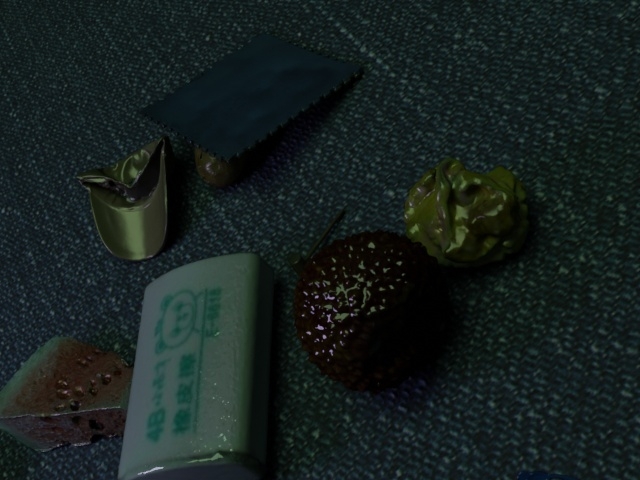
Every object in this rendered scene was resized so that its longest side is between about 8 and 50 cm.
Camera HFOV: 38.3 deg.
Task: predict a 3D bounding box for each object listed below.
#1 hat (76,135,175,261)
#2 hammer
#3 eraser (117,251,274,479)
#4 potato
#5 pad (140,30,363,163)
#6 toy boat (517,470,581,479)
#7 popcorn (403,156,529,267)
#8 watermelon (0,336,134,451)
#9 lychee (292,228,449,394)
[{"bbox_3d":[-0.275,-0.062,1.449,0.166,0.144,0.173,-19,94,22],"label":"hat"},{"bbox_3d":[0.000,0.000,1.223,0.019,0.035,0.110,20,64,43],"label":"hammer"},{"bbox_3d":[-0.150,0.169,1.159,0.189,0.104,0.290,-21,49,27],"label":"eraser"},{"bbox_3d":[-0.147,-0.145,1.398,0.091,0.070,0.138,-16,52,25],"label":"potato"},{"bbox_3d":[-0.110,-0.227,1.410,0.270,0.012,0.269,-37,42,-19],"label":"pad"},{"bbox_3d":[0.240,0.266,0.823,0.175,0.110,0.091,42,88,3],"label":"toy boat"},{"bbox_3d":[0.168,-0.029,1.066,0.145,0.126,0.125,10,91,22],"label":"popcorn"},{"bbox_3d":[-0.321,0.214,1.271,0.241,0.094,0.154,0,50,34],"label":"watermelon"},{"bbox_3d":[0.051,0.073,1.033,0.188,0.188,0.188,-19,51,24],"label":"lychee"}]
